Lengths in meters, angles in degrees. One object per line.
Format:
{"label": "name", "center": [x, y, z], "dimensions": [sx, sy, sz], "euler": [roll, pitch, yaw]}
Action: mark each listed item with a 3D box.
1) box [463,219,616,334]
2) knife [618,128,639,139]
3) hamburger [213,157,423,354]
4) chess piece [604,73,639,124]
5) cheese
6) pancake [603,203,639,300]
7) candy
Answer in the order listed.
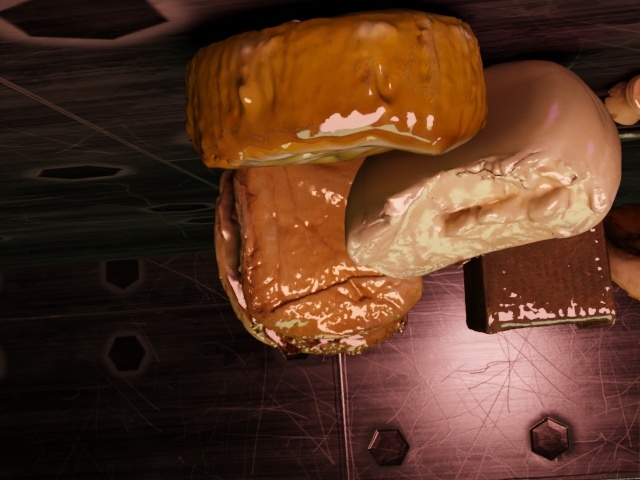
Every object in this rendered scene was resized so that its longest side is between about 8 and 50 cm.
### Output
{"label": "box", "center": [0.239, -0.028, 1.197], "dimensions": [0.143, 0.273, 0.184], "euler": [-5, 175, 1]}
{"label": "knife", "center": [0.424, -0.149, 1.471], "dimensions": [0.247, 0.018, 0.035], "euler": [-5, 178, 24]}
{"label": "hamburger", "center": [-0.001, -0.001, 1.264], "dimensions": [0.260, 0.283, 0.144], "euler": [3, 166, -8]}
{"label": "chess piece", "center": [0.349, -0.156, 1.081], "dimensions": [0.060, 0.060, 0.172], "euler": [-3, 178, -9]}
{"label": "cheese", "center": [0.149, -0.060, 0.974], "dimensions": [0.266, 0.127, 0.233], "euler": [-23, -154, 31]}
{"label": "pancake", "center": [0.490, 0.025, 1.255], "dimensions": [0.356, 0.065, 0.356], "euler": [5, -159, -2]}
{"label": "candy", "center": [0.013, -0.117, 0.861], "dimensions": [0.260, 0.118, 0.260], "euler": [-5, 179, 0]}
